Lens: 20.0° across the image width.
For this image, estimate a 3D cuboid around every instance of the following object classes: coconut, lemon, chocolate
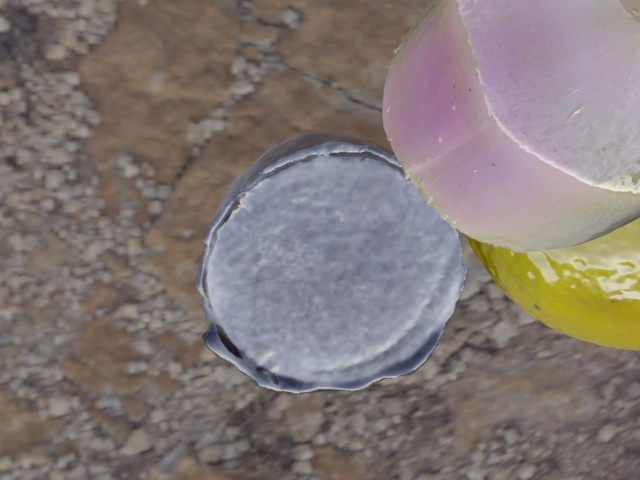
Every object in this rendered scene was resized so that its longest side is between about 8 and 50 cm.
[{"bbox_3d":[0.184,-0.120,1.319,0.233,0.233,0.245,64,151,8],"label":"coconut"},{"bbox_3d":[0.289,-0.057,1.588,0.336,0.336,0.336,1,92,22],"label":"lemon"},{"bbox_3d":[0.000,0.000,2.028,0.303,0.213,0.303,-3,113,-6],"label":"chocolate"}]
